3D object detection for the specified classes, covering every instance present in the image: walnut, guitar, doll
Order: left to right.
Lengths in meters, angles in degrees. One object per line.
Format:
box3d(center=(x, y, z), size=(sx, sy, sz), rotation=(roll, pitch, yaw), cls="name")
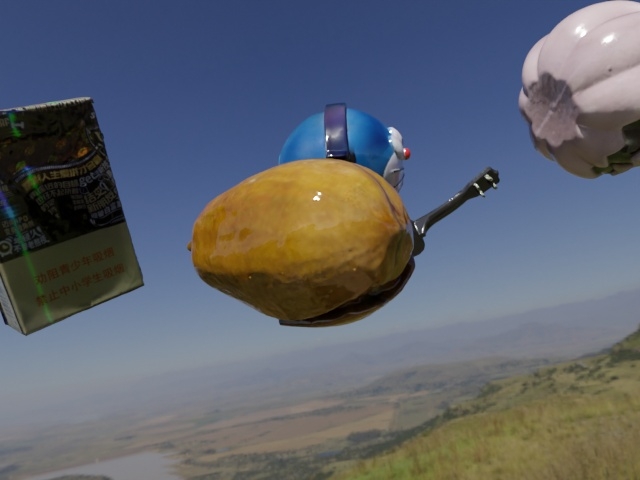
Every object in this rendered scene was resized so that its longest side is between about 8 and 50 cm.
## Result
box3d(center=(-0.041, 0.001, 0.693), size=(0.336, 0.209, 0.209), rotation=(-1, -7, 33), cls="walnut")
box3d(center=(0.047, -0.102, 1.035), size=(0.240, 0.284, 0.310), rotation=(-3, -46, 5), cls="doll")
box3d(center=(0.172, -0.027, 0.888), size=(0.271, 0.038, 0.084), rotation=(-34, -55, 16), cls="guitar")

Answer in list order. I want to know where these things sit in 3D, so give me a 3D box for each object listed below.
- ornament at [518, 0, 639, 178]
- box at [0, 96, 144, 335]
box3d(center=(0.306, -0.157, 0.578), size=(0.177, 0.178, 0.177), rotation=(-9, -13, -2), cls="ornament")
box3d(center=(-0.402, -0.040, 0.817), size=(0.084, 0.310, 0.198), rotation=(9, 25, 44), cls="box")
